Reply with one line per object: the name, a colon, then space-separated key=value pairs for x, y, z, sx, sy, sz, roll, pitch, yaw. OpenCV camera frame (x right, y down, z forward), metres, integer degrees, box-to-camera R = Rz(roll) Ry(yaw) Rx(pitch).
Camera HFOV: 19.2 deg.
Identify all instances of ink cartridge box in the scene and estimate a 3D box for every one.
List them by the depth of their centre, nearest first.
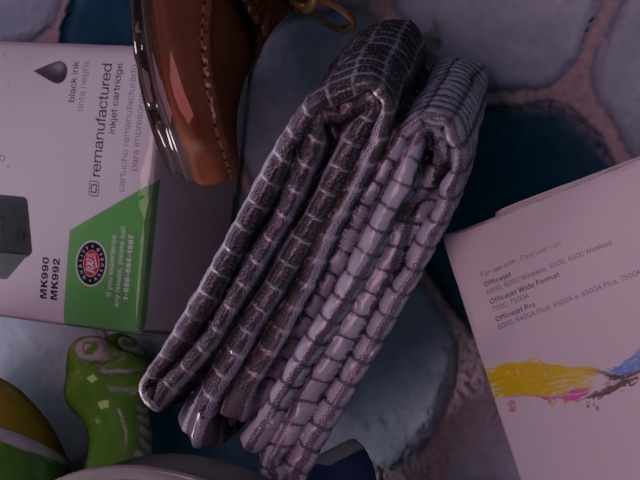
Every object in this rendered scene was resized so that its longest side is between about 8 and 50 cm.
ink cartridge box: x=0.212 y=0.077 z=1.181 sx=0.168 sy=0.171 sz=0.232 roll=-23 pitch=78 yaw=26
ink cartridge box: x=-0.214 y=-0.043 z=1.452 sx=0.289 sy=0.121 sz=0.211 roll=5 pitch=90 yaw=30

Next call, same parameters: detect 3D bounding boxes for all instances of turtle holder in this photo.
turtle holder: x=-0.289 y=0.185 z=1.421 sx=0.320 sy=0.243 sz=0.227 roll=-42 pitch=52 yaw=31

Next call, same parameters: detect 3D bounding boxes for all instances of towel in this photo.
towel: x=0.000 y=0.000 z=1.260 sx=0.121 sy=0.235 sz=0.283 roll=28 pitch=106 yaw=-2

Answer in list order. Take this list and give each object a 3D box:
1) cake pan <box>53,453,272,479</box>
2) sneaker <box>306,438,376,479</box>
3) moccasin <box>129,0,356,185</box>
cake pan: x=-0.074 y=0.257 z=1.224 sx=0.293 sy=0.054 sz=0.293 roll=11 pitch=121 yaw=20
sneaker: x=-0.035 y=0.305 z=1.330 sx=0.315 sy=0.127 sz=0.182 roll=-46 pitch=70 yaw=23
moccasin: x=-0.046 y=-0.207 z=1.310 sx=0.147 sy=0.139 sz=0.380 roll=4 pitch=54 yaw=6
